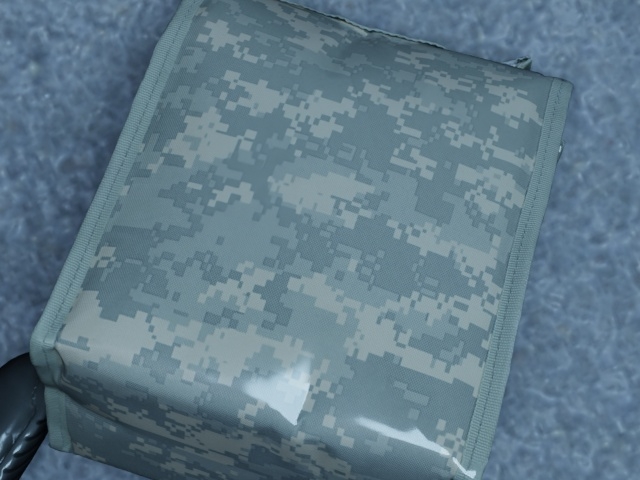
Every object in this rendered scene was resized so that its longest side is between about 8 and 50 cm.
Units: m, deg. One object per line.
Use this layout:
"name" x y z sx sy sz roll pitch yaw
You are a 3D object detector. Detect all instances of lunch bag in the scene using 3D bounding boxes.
"lunch bag" 0.000 0.000 0.846 0.235 0.169 0.287 16 61 5

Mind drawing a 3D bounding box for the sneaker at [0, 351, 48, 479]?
"sneaker" -0.289 0.167 0.892 0.146 0.122 0.330 43 93 -3
